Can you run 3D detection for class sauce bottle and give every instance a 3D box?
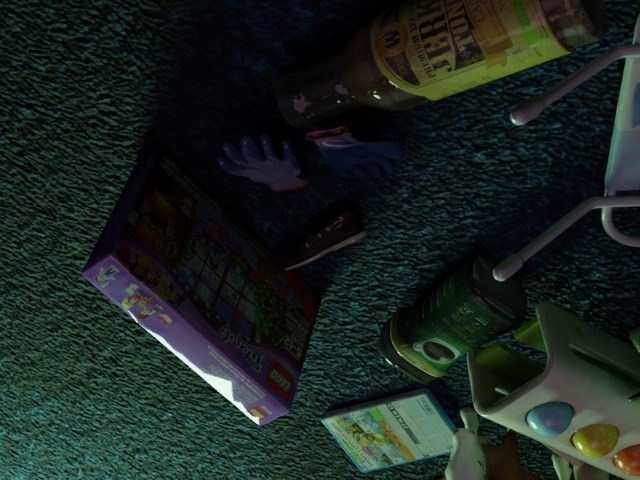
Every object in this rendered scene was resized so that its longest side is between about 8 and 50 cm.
[{"bbox_3d":[0.113,-0.196,1.343,0.344,0.111,0.111,-19,123,27],"label":"sauce bottle"}]

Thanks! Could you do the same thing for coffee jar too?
[{"bbox_3d":[0.158,0.101,1.611,0.096,0.079,0.184,34,130,-22],"label":"coffee jar"}]

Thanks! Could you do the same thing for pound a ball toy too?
[{"bbox_3d":[0.309,0.227,1.601,0.319,0.135,0.208,28,129,-32],"label":"pound a ball toy"}]

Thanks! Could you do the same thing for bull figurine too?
[{"bbox_3d":[0.245,0.321,1.707,0.101,0.188,0.310,-24,121,30],"label":"bull figurine"}]

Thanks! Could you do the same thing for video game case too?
[{"bbox_3d":[0.101,0.262,1.812,0.166,0.015,0.119,-18,124,27],"label":"video game case"}]

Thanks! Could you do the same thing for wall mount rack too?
[{"bbox_3d":[0.322,-0.088,1.336,0.304,0.130,0.350,-4,131,-4],"label":"wall mount rack"}]

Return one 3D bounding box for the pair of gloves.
[{"bbox_3d":[-0.009,-0.094,1.475,0.198,0.023,0.159,-9,163,20],"label":"pair of gloves"}]

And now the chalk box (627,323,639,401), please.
[{"bbox_3d":[0.474,0.122,1.438,0.289,0.180,0.179,-39,76,37],"label":"chalk box"}]

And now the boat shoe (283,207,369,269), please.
[{"bbox_3d":[0.001,-0.001,1.592,0.133,0.049,0.042,-29,90,41],"label":"boat shoe"}]

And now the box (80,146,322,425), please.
[{"bbox_3d":[-0.130,0.054,1.567,0.057,0.201,0.293,-30,118,34],"label":"box"}]
